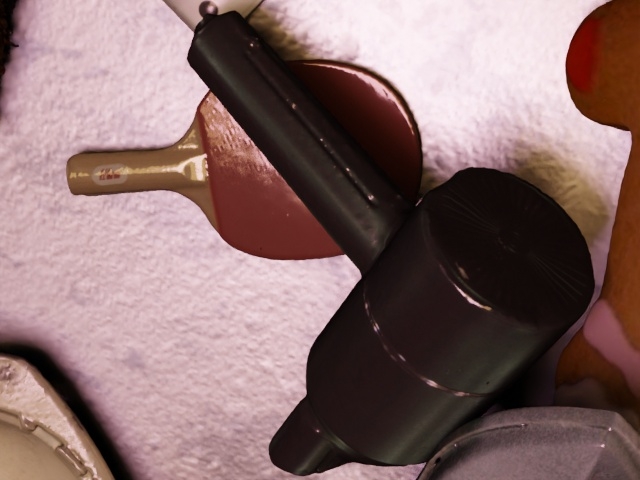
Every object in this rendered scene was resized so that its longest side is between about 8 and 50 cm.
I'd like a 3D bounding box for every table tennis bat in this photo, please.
[{"bbox_3d":[-0.053,-0.052,0.943,0.246,0.022,0.138,-2,106,11],"label":"table tennis bat"}]

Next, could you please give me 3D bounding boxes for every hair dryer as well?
[{"bbox_3d":[0.000,0.000,0.885,0.302,0.116,0.244,51,135,14],"label":"hair dryer"}]

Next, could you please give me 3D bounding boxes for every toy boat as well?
[{"bbox_3d":[0.128,0.167,0.840,0.141,0.092,0.319,24,152,4],"label":"toy boat"}]

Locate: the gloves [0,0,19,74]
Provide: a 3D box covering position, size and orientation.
[{"bbox_3d":[-0.301,-0.179,0.889,0.210,0.135,0.313,-15,110,-13],"label":"gloves"}]

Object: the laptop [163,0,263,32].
[{"bbox_3d":[-0.100,-0.280,0.887,0.269,0.015,0.187,46,110,-3],"label":"laptop"}]

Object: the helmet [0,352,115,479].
[{"bbox_3d":[-0.249,0.215,1.001,0.204,0.137,0.258,-17,84,-20],"label":"helmet"}]

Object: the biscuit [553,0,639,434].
[{"bbox_3d":[0.227,-0.073,0.753,0.283,0.064,0.432,12,96,55],"label":"biscuit"}]
